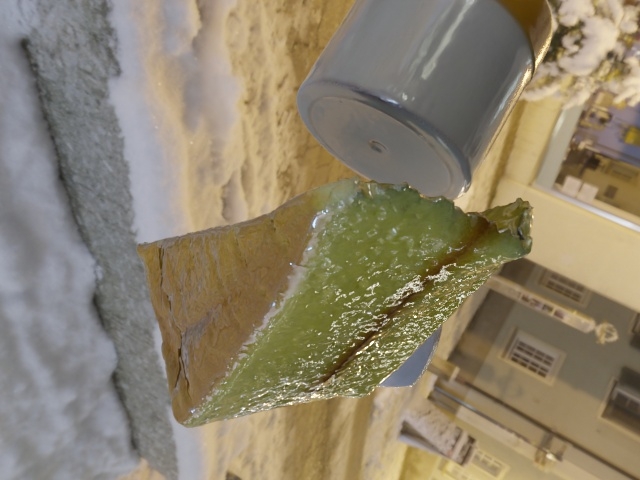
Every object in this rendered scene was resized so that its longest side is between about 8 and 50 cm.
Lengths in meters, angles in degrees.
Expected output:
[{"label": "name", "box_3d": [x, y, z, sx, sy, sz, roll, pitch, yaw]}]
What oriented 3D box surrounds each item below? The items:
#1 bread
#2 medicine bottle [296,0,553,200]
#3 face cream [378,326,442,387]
[{"label": "bread", "box_3d": [0.000, 0.000, 0.566, 0.233, 0.245, 0.362, 0, 144, -32]}, {"label": "medicine bottle", "box_3d": [0.123, -0.202, 0.738, 0.232, 0.237, 0.238, -58, 160, -12]}, {"label": "face cream", "box_3d": [0.139, 0.149, 1.437, 0.219, 0.312, 0.357, -5, 99, -56]}]
